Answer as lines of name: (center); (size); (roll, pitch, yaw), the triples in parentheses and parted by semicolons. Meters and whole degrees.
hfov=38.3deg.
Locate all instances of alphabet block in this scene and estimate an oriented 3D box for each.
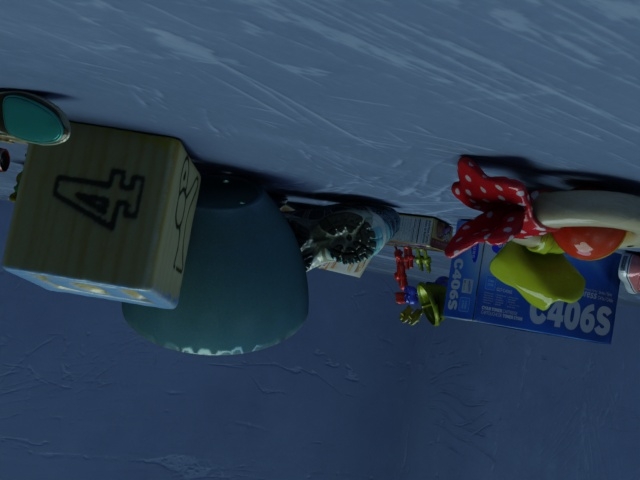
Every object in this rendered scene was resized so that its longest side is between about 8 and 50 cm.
alphabet block: (-0.277, -0.029, 1.209); (0.193, 0.197, 0.192); (9, 169, 2)

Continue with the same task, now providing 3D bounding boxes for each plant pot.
plant pot: (-0.157, 0.014, 1.401); (0.290, 0.195, 0.290); (4, -153, -2)

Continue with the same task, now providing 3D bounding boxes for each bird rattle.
bird rattle: (0.256, -0.027, 0.996); (0.207, 0.143, 0.253); (-5, 158, 24)

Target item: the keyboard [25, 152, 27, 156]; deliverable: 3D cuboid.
keyboard: (-0.435, -0.128, 1.609); (0.108, 0.023, 0.180); (16, 177, 2)

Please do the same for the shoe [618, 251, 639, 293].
shoe: (0.581, 0.064, 1.619); (0.081, 0.063, 0.178); (13, 174, 30)

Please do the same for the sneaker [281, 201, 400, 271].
sneaker: (0.010, -0.009, 1.536); (0.283, 0.110, 0.122); (0, -164, 40)

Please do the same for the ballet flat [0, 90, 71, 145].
ballet flat: (-0.336, -0.142, 1.010); (0.168, 0.057, 0.052); (12, -155, 17)

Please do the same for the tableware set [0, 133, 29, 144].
tableware set: (-0.389, -0.139, 1.321); (0.169, 0.020, 0.141); (8, 176, 30)

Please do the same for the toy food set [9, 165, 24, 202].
toy food set: (-0.503, -0.111, 1.761); (0.218, 0.071, 0.128); (9, -159, 33)

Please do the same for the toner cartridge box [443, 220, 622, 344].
toner cartridge box: (0.370, 0.076, 1.574); (0.348, 0.165, 0.075); (11, 175, -34)

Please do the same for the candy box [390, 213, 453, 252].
candy box: (0.126, -0.018, 1.617); (0.187, 0.053, 0.109); (9, 177, 26)

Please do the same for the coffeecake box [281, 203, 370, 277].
coffeecake box: (0.000, 0.000, 1.740); (0.142, 0.068, 0.185); (33, -173, 26)

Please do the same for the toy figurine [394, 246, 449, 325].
toy figurine: (0.295, 0.080, 1.993); (0.217, 0.191, 0.362); (-4, 179, -6)

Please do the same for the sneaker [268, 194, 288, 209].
sneaker: (-0.091, -0.050, 1.630); (0.052, 0.058, 0.135); (10, 175, -10)

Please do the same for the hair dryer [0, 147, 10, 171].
hair dryer: (-0.607, -0.149, 1.533); (0.224, 0.080, 0.293); (-9, -165, -42)
